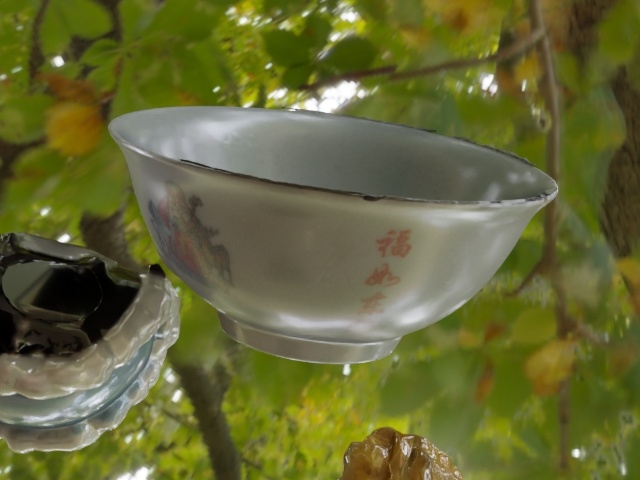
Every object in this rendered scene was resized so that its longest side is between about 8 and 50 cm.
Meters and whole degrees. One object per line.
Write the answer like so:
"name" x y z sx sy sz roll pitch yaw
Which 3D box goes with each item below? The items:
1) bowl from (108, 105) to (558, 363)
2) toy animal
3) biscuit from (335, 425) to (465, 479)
"bowl" 0.000 0.000 1.076 0.346 0.345 0.157 10 -77 8
"toy animal" -0.236 0.090 1.164 0.208 0.156 0.204 17 -32 1
"biscuit" 0.013 0.270 0.590 0.054 0.094 0.378 2 -117 23
